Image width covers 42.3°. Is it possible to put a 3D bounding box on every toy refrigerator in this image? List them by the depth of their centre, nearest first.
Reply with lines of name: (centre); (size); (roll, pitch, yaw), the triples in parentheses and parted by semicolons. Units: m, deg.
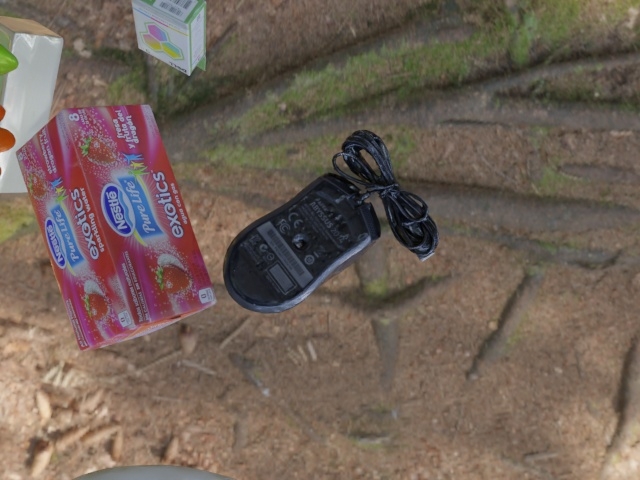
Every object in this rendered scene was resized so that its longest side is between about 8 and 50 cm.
toy refrigerator: (-0.510, -0.220, 1.354); (0.094, 0.102, 0.269); (-7, 122, -48)

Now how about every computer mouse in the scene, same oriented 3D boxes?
computer mouse: (0.000, 0.000, 1.072); (0.272, 0.072, 0.188); (-32, 84, -7)

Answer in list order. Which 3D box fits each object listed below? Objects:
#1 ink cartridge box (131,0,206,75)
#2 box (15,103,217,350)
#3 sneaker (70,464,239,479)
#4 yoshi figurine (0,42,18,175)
ink cartridge box: (-0.262, -0.360, 1.449); (0.109, 0.062, 0.209); (29, 158, 4)
box: (-0.239, -0.016, 0.960); (0.128, 0.256, 0.123); (-24, 173, 43)
sneaker: (-0.074, 0.248, 0.548); (0.282, 0.161, 0.102); (6, 133, 13)
yoshi figurine: (-0.466, -0.153, 0.887); (0.203, 0.362, 0.203); (-34, 143, 14)
